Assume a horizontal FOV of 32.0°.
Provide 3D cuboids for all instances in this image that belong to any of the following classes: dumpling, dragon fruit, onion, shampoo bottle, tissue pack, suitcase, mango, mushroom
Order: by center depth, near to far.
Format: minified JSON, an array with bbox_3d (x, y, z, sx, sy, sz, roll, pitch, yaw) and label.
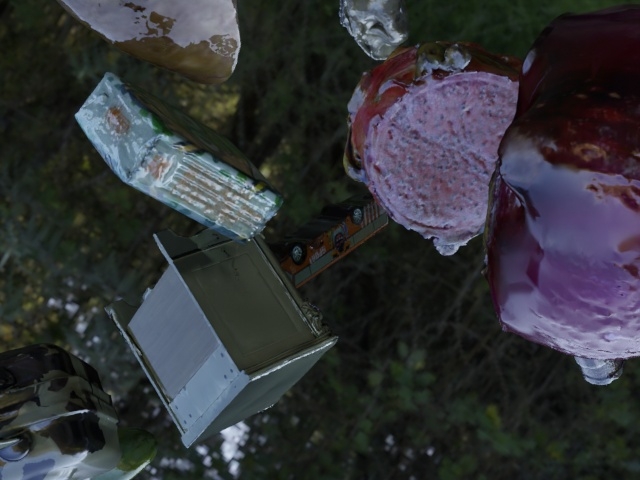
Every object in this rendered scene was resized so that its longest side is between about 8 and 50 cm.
[{"bbox_3d":[0.387,-0.044,1.178,0.420,0.398,0.398,16,-178,18],"label":"onion"},{"bbox_3d":[-0.441,0.261,1.393,0.339,0.351,0.194,87,164,-75],"label":"suitcase"},{"bbox_3d":[0.161,-0.178,1.678,0.296,0.314,0.263,18,-152,-25],"label":"dragon fruit"},{"bbox_3d":[-0.326,0.342,1.702,0.092,0.195,0.130,59,-154,-3],"label":"mango"},{"bbox_3d":[-0.283,-0.386,1.719,0.224,0.314,0.397,-119,17,-47],"label":"mushroom"},{"bbox_3d":[0.413,0.105,1.766,0.129,0.084,0.323,-82,-28,-46],"label":"shampoo bottle"},{"bbox_3d":[0.102,-0.421,1.887,0.086,0.166,0.332,12,137,24],"label":"dumpling"},{"bbox_3d":[-0.240,-0.138,1.903,0.311,0.128,0.228,30,-168,-48],"label":"tissue pack"}]

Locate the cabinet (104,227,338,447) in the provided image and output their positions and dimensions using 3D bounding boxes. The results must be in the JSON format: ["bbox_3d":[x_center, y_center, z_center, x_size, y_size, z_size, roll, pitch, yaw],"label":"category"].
[{"bbox_3d":[-0.187,0.150,2.040,0.227,0.290,0.318,-21,-110,-41],"label":"cabinet"}]

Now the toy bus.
[{"bbox_3d":[0.000,0.000,2.319,0.093,0.092,0.409,2,-157,39],"label":"toy bus"}]
